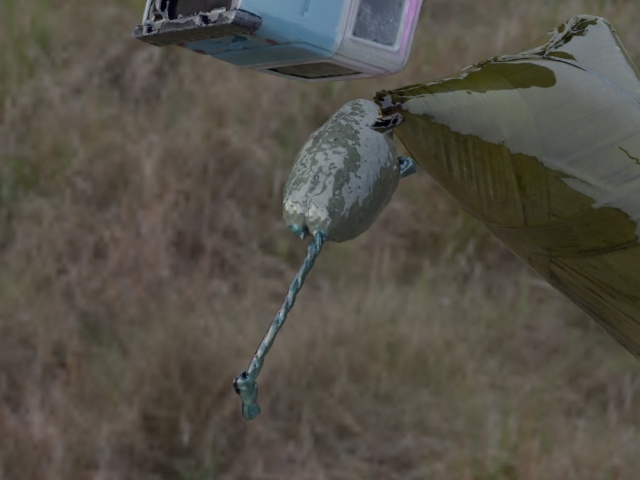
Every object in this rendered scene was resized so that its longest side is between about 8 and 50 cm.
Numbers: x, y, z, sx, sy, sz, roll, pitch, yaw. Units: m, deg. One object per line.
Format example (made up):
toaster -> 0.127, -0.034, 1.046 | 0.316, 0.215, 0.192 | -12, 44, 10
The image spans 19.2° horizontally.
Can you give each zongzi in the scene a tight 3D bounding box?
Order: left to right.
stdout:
zongzi -> 0.147, -0.009, 1.049 | 0.228, 0.115, 0.256 | 57, 28, 9

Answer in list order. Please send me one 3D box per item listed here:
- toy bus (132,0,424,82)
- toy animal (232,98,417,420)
toy bus -> 0.000, -0.107, 0.524 | 0.075, 0.123, 0.060 | 18, -9, -33
toy animal -> 0.000, -0.002, 1.263 | 0.070, 0.079, 0.253 | -8, 44, 35
